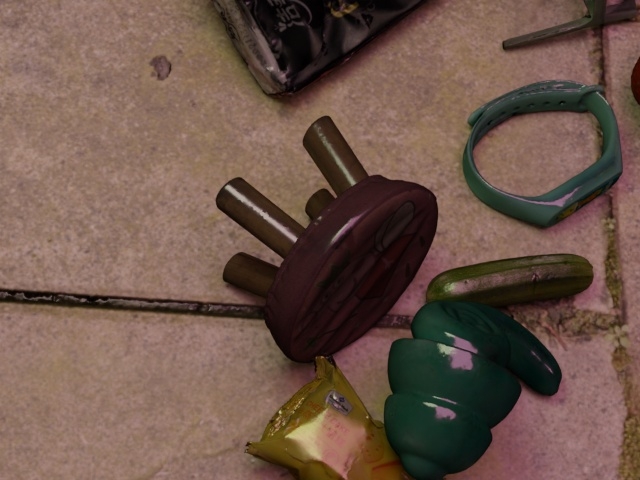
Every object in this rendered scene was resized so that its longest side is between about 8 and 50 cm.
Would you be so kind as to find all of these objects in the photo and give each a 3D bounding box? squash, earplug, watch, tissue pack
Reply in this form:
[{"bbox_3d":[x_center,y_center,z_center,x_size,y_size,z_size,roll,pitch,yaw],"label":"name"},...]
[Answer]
[{"bbox_3d":[0.249,0.057,1.923,0.229,0.066,0.066,-8,68,-12],"label":"squash"},{"bbox_3d":[0.174,0.181,1.785,0.164,0.257,0.280,14,62,25],"label":"earplug"},{"bbox_3d":[0.313,-0.126,2.012,0.237,0.068,0.195,-31,71,-14],"label":"watch"},{"bbox_3d":[0.008,-0.375,2.016,0.332,0.123,0.245,-36,105,-21],"label":"tissue pack"}]

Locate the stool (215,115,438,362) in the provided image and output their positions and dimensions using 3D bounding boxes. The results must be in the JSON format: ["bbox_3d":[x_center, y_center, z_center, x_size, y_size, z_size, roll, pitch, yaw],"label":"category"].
[{"bbox_3d":[0.000,0.000,1.822,0.272,0.272,0.178,-39,63,-20],"label":"stool"}]

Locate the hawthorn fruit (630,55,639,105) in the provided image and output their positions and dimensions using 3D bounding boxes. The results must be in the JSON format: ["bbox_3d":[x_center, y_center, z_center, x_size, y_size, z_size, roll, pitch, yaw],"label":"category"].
[{"bbox_3d":[0.542,-0.247,1.986,0.205,0.253,0.205,3,66,-7],"label":"hawthorn fruit"}]

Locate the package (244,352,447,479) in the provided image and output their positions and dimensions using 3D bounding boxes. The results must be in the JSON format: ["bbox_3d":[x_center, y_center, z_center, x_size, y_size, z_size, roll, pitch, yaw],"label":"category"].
[{"bbox_3d":[0.033,0.267,1.785,0.226,0.090,0.168,42,70,2],"label":"package"}]

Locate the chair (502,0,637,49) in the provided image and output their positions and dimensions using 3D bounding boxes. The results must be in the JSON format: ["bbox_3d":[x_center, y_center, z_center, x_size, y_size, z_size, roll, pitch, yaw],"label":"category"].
[{"bbox_3d":[0.378,-0.418,2.074,0.275,0.203,0.190,-8,56,-5],"label":"chair"}]
